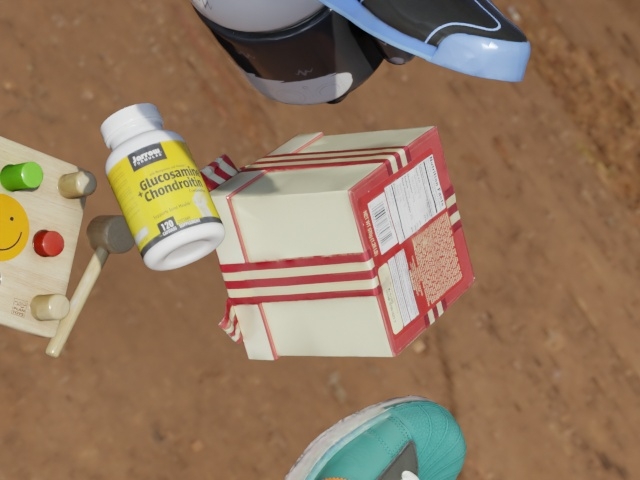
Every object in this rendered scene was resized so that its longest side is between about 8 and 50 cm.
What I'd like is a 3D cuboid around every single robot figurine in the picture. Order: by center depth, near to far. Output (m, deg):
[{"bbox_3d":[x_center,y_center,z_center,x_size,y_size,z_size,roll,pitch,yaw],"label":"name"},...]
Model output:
[{"bbox_3d":[-0.025,-0.234,1.374,0.278,0.209,0.173,51,31,-64],"label":"robot figurine"}]

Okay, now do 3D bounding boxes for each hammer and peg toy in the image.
[{"bbox_3d":[-0.409,0.006,2.085,0.361,0.127,0.266,23,70,-40],"label":"hammer and peg toy"}]

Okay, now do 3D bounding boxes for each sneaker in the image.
[{"bbox_3d":[0.006,0.222,0.983,0.121,0.302,0.108,21,-39,48],"label":"sneaker"},{"bbox_3d":[0.051,-0.189,0.998,0.232,0.090,0.081,33,24,24],"label":"sneaker"}]

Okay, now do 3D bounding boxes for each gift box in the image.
[{"bbox_3d":[0.000,0.000,1.833,0.276,0.258,0.255,-30,112,-50],"label":"gift box"}]

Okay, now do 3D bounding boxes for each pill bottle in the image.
[{"bbox_3d":[-0.191,-0.065,1.746,0.103,0.103,0.184,9,53,-64],"label":"pill bottle"}]
